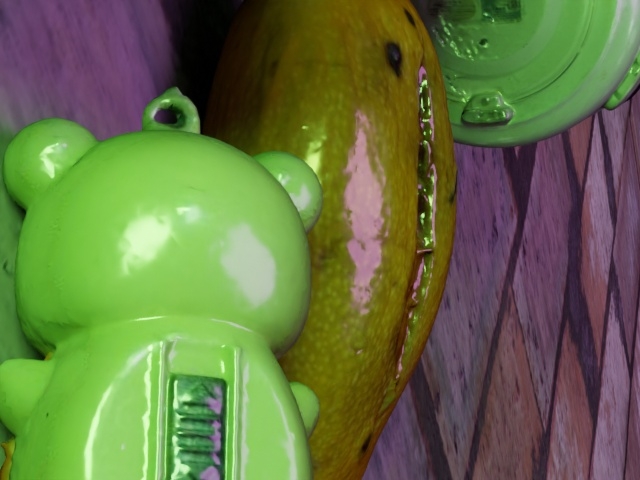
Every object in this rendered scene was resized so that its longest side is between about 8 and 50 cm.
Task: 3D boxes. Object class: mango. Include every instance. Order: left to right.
[{"bbox_3d":[0.006,-0.002,0.762,0.177,0.120,0.294,17,70,-68],"label":"mango"}]

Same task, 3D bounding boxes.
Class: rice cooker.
[{"bbox_3d":[0.142,-0.175,1.056,0.244,0.226,0.226,-34,119,-72],"label":"rice cooker"}]

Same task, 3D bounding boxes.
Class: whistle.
[{"bbox_3d":[-0.062,0.076,0.557,0.106,0.131,0.288,148,-55,-62],"label":"whistle"}]
